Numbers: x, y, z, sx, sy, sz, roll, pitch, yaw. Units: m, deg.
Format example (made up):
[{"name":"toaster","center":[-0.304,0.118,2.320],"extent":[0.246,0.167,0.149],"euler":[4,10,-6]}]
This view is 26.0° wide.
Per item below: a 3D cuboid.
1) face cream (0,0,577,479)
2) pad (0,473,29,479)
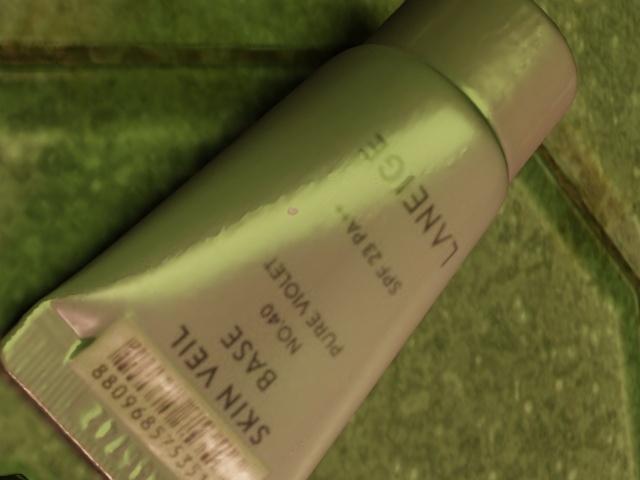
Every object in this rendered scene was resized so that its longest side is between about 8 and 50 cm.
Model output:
[{"name":"face cream","center":[0.000,0.000,0.592],"extent":[0.274,0.096,0.154],"euler":[-49,124,-22]},{"name":"pad","center":[-0.083,0.169,0.498],"extent":[0.157,0.003,0.112],"euler":[49,35,-20]}]
